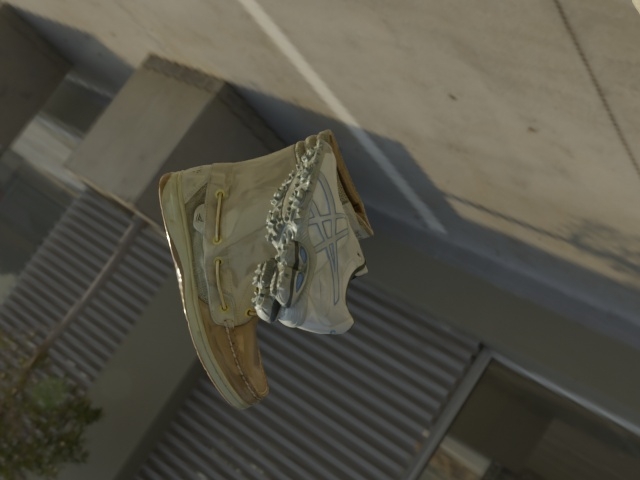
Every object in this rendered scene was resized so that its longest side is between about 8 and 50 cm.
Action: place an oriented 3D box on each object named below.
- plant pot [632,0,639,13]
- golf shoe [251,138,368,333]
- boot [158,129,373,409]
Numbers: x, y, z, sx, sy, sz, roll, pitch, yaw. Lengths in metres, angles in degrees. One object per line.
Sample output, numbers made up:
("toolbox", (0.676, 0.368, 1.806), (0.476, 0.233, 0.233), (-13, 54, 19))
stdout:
("plant pot", (0.321, -0.184, 0.314), (0.334, 0.305, 0.334), (36, 172, 6))
("golf shoe", (0.000, 0.000, 0.767), (0.086, 0.176, 0.069), (25, 145, -21))
("boot", (-0.040, 0.031, 0.975), (0.095, 0.203, 0.262), (2, -107, -81))
